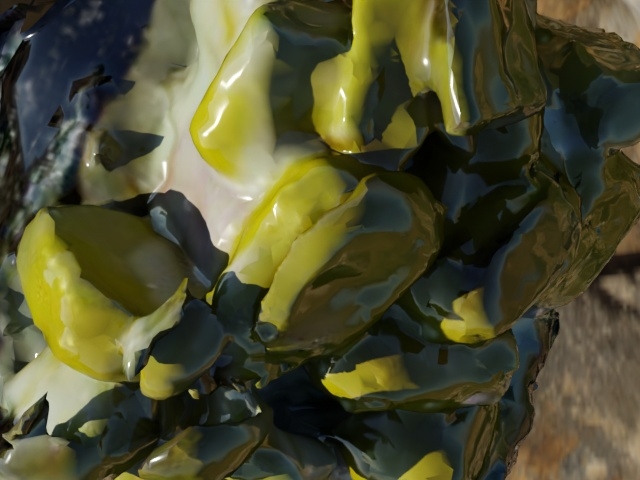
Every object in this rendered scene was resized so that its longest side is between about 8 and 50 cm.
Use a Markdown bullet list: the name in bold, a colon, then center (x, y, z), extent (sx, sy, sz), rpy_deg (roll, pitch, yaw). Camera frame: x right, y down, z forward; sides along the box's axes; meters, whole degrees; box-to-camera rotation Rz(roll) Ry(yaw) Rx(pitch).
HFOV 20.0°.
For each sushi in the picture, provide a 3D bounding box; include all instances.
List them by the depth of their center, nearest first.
- **sushi**: center (0.000, 0.000, 0.792), extent (0.285, 0.329, 0.328), rpy_deg (20, 71, 44)
